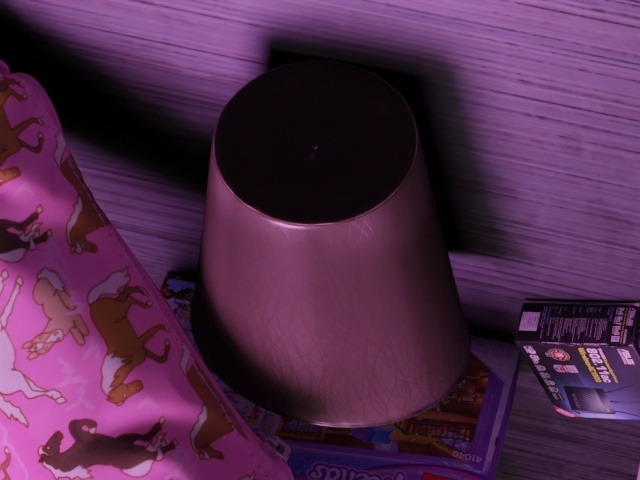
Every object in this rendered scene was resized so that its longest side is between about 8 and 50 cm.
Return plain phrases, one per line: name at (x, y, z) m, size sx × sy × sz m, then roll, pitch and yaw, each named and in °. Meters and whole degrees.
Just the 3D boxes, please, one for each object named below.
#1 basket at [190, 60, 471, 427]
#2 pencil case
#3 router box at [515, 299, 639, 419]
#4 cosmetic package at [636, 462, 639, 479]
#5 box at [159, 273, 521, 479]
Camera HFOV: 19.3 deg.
basket at (0.000, 0.000, 1.243) m, size 0.204 × 0.154 × 0.227 m, roll 15°, pitch 149°, yaw 13°
pencil case at (-0.176, 0.067, 1.262) m, size 0.160 × 0.167 × 0.386 m, roll -30°, pitch 95°, yaw 49°
router box at (0.208, 0.091, 1.406) m, size 0.092 × 0.038 × 0.122 m, roll 0°, pitch 148°, yaw 27°
cosmetic package at (0.344, 0.175, 1.291) m, size 0.224 × 0.225 × 0.138 m, roll 22°, pitch 154°, yaw -11°
box at (-0.010, 0.136, 1.425) m, size 0.293 × 0.201 × 0.057 m, roll 11°, pitch 132°, yaw 10°
